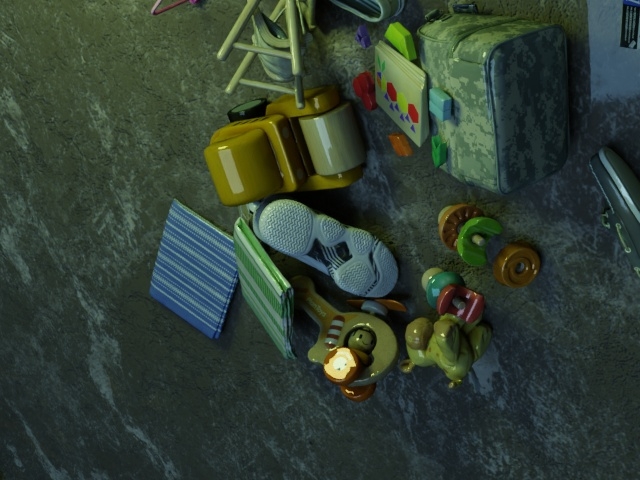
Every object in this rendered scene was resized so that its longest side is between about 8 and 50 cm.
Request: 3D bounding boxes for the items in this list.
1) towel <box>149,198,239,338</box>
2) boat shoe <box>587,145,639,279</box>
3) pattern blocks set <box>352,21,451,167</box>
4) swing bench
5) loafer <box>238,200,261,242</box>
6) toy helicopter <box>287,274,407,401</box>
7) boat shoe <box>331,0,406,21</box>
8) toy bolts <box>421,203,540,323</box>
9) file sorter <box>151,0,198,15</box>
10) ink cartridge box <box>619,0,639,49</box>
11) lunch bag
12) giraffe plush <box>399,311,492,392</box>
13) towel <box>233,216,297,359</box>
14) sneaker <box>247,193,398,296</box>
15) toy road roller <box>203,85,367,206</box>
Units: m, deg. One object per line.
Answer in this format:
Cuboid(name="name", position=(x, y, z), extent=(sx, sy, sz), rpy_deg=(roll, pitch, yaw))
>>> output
Cuboid(name="towel", position=(-0.319, 0.080, 2.427), extent=(0.243, 0.040, 0.336), rpy_deg=(32, 128, 14))
Cuboid(name="boat shoe", position=(0.576, -0.034, 1.738), extent=(0.091, 0.109, 0.305), rpy_deg=(-29, 103, 35))
Cuboid(name="pattern blocks set", position=(0.152, -0.281, 1.769), extent=(0.324, 0.026, 0.285), rpy_deg=(57, 160, 32))
Cuboid(name="swing bench", position=(-0.086, -0.415, 1.789), extent=(0.165, 0.253, 0.254), rpy_deg=(12, 84, 1))
Cuboid(name="loafer", position=(-0.162, -0.056, 2.225), extent=(0.050, 0.056, 0.148), rpy_deg=(5, 120, 37))
Cuboid(name="toy helicopter", position=(0.047, 0.183, 2.163), extent=(0.355, 0.235, 0.140), rpy_deg=(41, 173, 36))
Cuboid(name="boat shoe", position=(0.024, -0.518, 1.807), extent=(0.302, 0.094, 0.109), rpy_deg=(29, 129, 14))
Cuboid(name="toy bolts", position=(0.311, 0.050, 1.948), extent=(0.218, 0.158, 0.228), rpy_deg=(23, 102, -26))
Cuboid(name="file sorter", position=(-0.348, -0.638, 1.913), extent=(0.290, 0.182, 0.202), rpy_deg=(49, 131, -2))
Cuboid(name="ink cartridge box", position=(0.542, -0.386, 1.517), extent=(0.097, 0.046, 0.207), rpy_deg=(15, 158, 22))
Cuboid(name="lunch bag", position=(0.297, -0.263, 1.712), extent=(0.256, 0.213, 0.305), rpy_deg=(23, 131, 49))
Cuboid(name="giraffe plush", position=(0.261, 0.225, 2.060), extent=(0.171, 0.181, 0.210), rpy_deg=(6, 107, 43))
Cuboid(name="towel", position=(-0.129, 0.119, 2.198), extent=(0.248, 0.038, 0.324), rpy_deg=(52, 161, 30))
Cuboid(name="sneaker", position=(0.000, 0.000, 2.102), extent=(0.366, 0.210, 0.137), rpy_deg=(28, 92, -25))
Cuboid(name="toy road roller", position=(-0.092, -0.181, 1.984), extent=(0.330, 0.240, 0.202), rpy_deg=(-5, 114, 34))
